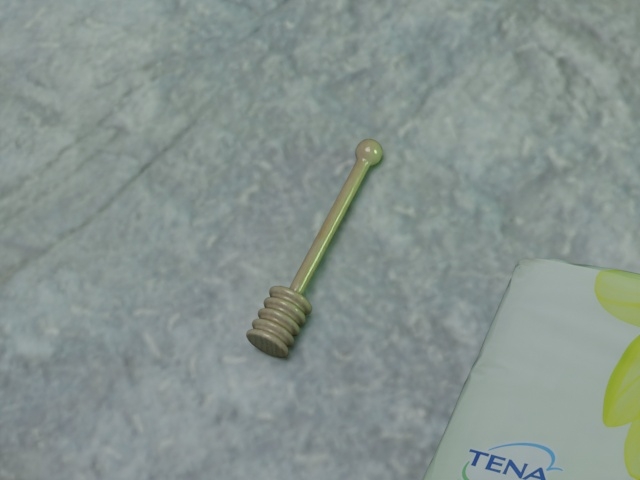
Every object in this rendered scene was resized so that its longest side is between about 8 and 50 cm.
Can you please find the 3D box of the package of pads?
[{"bbox_3d":[0.201,0.138,1.035,0.296,0.101,0.229,12,66,35],"label":"package of pads"}]

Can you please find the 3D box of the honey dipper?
[{"bbox_3d":[0.000,0.000,1.238,0.030,0.030,0.161,17,67,23],"label":"honey dipper"}]
